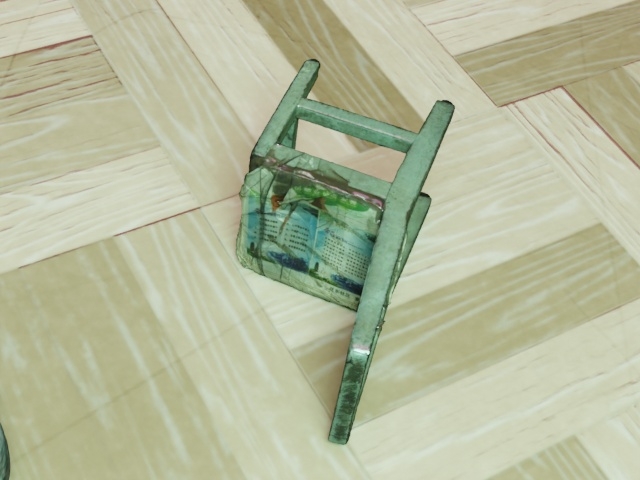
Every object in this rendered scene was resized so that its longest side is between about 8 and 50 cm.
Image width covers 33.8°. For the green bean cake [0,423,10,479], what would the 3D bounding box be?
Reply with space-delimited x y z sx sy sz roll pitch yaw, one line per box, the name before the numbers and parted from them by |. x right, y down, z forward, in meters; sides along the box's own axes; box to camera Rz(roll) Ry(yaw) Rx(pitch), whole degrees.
green bean cake | -0.336 0.131 0.700 0.232 0.097 0.199 -22 59 -25

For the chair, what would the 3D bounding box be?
chair | 0.000 0.000 0.837 0.147 0.136 0.270 18 52 8
